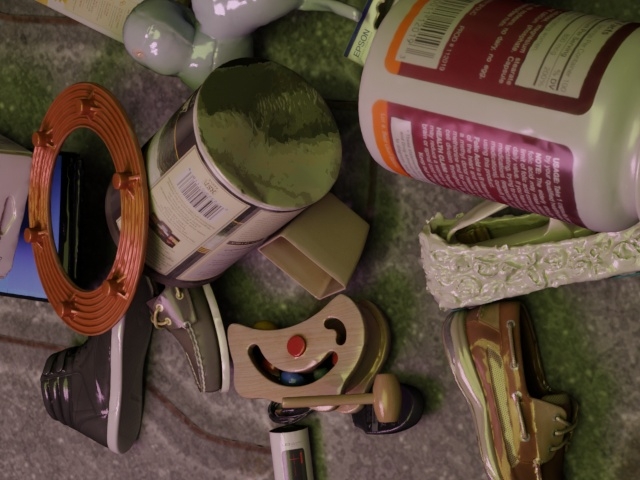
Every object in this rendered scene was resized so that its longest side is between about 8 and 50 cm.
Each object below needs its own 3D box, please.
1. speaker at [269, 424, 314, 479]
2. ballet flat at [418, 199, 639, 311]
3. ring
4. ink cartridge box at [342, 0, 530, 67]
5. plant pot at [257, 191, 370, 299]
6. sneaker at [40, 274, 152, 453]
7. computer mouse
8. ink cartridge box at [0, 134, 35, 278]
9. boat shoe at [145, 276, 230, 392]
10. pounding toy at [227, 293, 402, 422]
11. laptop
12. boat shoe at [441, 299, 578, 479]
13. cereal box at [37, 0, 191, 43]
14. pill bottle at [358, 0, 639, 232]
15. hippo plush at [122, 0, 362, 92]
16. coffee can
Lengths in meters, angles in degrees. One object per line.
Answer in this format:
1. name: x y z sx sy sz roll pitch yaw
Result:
1. speaker: -0.037 0.323 1.738 0.055 0.055 0.136 -5 92 25
2. ballet flat: 0.296 -0.014 1.492 0.408 0.147 0.147 -15 88 25
3. ring: -0.322 -0.042 1.673 0.336 0.032 0.337 5 97 52
4. ink cartridge box: 0.205 -0.229 1.571 0.332 0.065 0.165 31 107 18
5. plant pot: 0.000 0.000 1.648 0.109 0.109 0.096 39 70 -9
6. sneaker: -0.330 0.154 1.829 0.146 0.104 0.296 13 104 18
7. computer mouse: 0.035 0.226 1.709 0.242 0.041 0.071 -3 78 32
8. ink cartridge box: -0.557 -0.081 1.869 0.272 0.114 0.197 26 106 39
9. boat shoe: -0.200 0.072 1.749 0.109 0.091 0.305 145 109 -68
10. pounding toy: -0.011 0.142 1.640 0.269 0.155 0.154 5 83 31
11. laptop: -0.421 -0.013 1.838 0.136 0.264 0.234 1 98 -14
12. boat shoe: 0.257 0.225 1.559 0.116 0.123 0.325 -23 87 23
13. cereal box: -0.288 -0.380 1.794 0.240 0.047 0.173 28 106 20
14. pill bottle: 0.258 -0.136 1.363 0.392 0.224 0.224 19 103 33
15. hippo plush: -0.134 -0.319 1.675 0.294 0.234 0.237 18 128 -19
16. coffee can: -0.127 -0.079 1.607 0.275 0.201 0.202 -35 79 50
